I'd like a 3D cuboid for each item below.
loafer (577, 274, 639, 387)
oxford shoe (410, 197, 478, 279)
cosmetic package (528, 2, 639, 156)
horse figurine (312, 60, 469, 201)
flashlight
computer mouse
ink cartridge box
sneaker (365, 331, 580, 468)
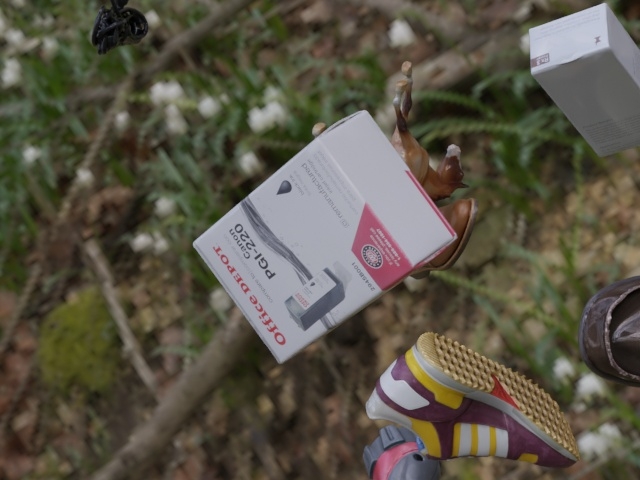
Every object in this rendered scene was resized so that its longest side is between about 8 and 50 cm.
[{"bbox_3d":[0.474,0.100,1.791,0.365,0.134,0.130,-1,-3,-12],"label":"loafer"},{"bbox_3d":[0.127,-0.005,1.929,0.212,0.076,0.076,-38,34,61],"label":"oxford shoe"},{"bbox_3d":[0.382,-0.213,2.139,0.117,0.231,0.086,-16,53,26],"label":"cosmetic package"},{"bbox_3d":[0.068,-0.082,1.783,0.066,0.175,0.263,12,36,34],"label":"horse figurine"},{"bbox_3d":[0.137,0.356,2.026,0.103,0.103,0.304,6,24,-18],"label":"flashlight"},{"bbox_3d":[-0.163,-0.296,1.446,0.060,0.262,0.184,6,4,-2],"label":"computer mouse"},{"bbox_3d":[0.000,0.000,1.550,0.218,0.159,0.092,-38,-3,42],"label":"ink cartridge box"},{"bbox_3d":[0.120,0.141,1.236,0.084,0.185,0.070,-46,29,22],"label":"sneaker"}]
